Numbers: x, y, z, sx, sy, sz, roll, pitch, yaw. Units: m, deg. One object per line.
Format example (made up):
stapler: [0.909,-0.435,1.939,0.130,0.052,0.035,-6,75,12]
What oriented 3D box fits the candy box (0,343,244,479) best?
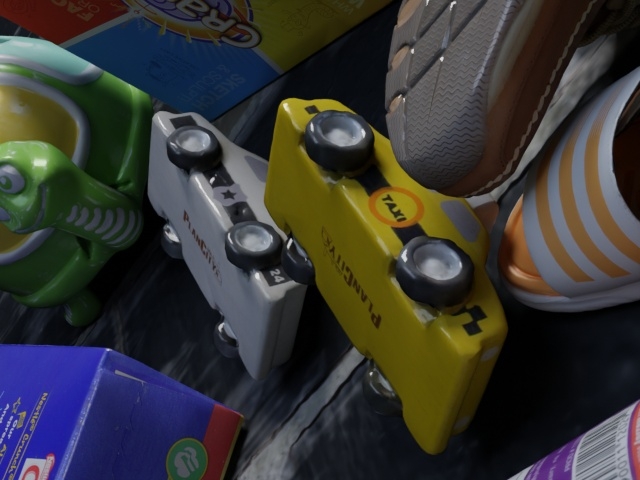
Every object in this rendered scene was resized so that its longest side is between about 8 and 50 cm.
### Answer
candy box: [-0.214,0.217,0.823,0.317,0.122,0.268,-6,60,57]

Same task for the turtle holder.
turtle holder: [-0.271,-0.054,1.028,0.243,0.227,0.320,-47,33,25]

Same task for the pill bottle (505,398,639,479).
pill bottle: [0.093,0.135,0.414,0.193,0.108,0.108,-41,35,34]

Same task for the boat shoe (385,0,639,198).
boat shoe: [0.134,-0.157,0.572,0.123,0.116,0.324,-16,47,63]

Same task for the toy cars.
toy cars: [0.000,0.000,0.683,0.394,0.087,0.176,8,111,63]

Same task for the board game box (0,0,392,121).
board game box: [-0.095,-0.219,0.873,0.317,0.242,0.064,-25,47,49]

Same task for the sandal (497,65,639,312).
sandal: [0.159,-0.041,0.484,0.265,0.076,0.102,-19,50,51]
